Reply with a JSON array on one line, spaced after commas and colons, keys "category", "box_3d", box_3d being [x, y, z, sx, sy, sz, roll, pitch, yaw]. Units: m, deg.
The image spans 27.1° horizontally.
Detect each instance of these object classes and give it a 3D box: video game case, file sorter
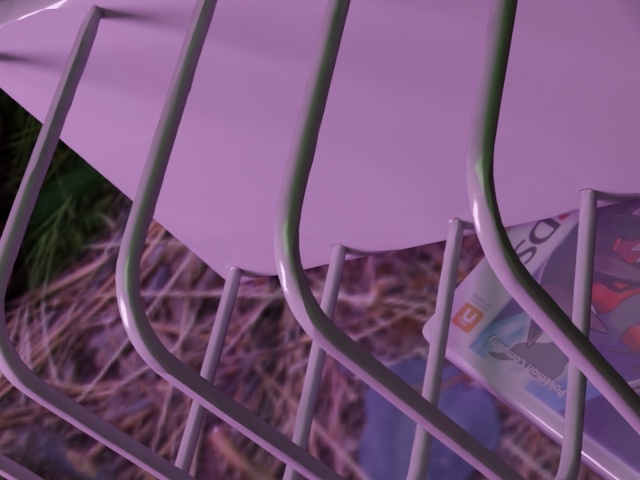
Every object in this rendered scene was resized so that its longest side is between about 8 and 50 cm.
[{"category": "video game case", "box_3d": [0.164, 0.019, 0.524, 0.183, 0.023, 0.201, -49, 47, -5]}, {"category": "file sorter", "box_3d": [0.000, 0.000, 0.496, 0.278, 0.193, 0.173, -13, 50, 34]}]

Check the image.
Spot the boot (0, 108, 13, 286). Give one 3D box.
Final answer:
[{"category": "boot", "box_3d": [-0.292, -0.017, 0.794, 0.207, 0.090, 0.248, -28, 52, 11]}]
